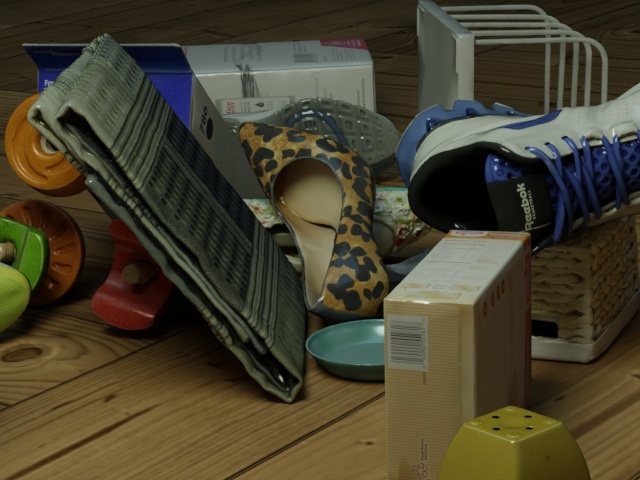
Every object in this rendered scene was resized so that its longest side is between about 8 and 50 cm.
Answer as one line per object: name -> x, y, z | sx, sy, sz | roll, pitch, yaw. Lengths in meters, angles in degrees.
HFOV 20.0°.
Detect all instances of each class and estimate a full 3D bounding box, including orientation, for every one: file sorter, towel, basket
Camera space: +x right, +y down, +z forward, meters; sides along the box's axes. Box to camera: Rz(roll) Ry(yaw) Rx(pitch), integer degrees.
file sorter -> 0.219, -0.171, 2.140 | 0.173, 0.193, 0.277 | -2, 16, -7
towel -> -0.122, -0.024, 1.561 | 0.056, 0.312, 0.324 | -36, 13, 9
basket -> 0.207, 0.029, 1.582 | 0.113, 0.103, 0.167 | 4, 17, 24

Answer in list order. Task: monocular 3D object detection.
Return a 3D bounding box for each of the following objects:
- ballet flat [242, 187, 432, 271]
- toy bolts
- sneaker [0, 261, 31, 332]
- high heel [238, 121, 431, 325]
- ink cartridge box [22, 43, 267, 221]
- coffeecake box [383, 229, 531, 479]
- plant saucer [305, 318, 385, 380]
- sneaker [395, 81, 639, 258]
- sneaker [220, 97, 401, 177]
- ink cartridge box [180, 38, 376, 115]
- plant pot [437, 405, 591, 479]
ballet flat -> 0.000, 0.000, 1.805 | 0.241, 0.091, 0.077 | -5, 46, 8
toy bolts -> -0.200, -0.020, 1.704 | 0.228, 0.218, 0.158 | 22, 8, 16
sneaker -> -0.331, 0.080, 1.565 | 0.208, 0.081, 0.094 | -23, 32, -36
high heel -> -0.019, -0.023, 1.673 | 0.261, 0.093, 0.186 | 41, 29, 20
ink cartridge box -> -0.174, -0.094, 1.824 | 0.165, 0.065, 0.332 | 2, -23, 16
coffeecake box -> 0.105, 0.084, 1.332 | 0.068, 0.142, 0.185 | 3, 16, 19
plant saucer -> 0.047, 0.094, 1.529 | 0.119, 0.021, 0.119 | -2, 15, 1
sneaker -> 0.209, -0.048, 1.476 | 0.315, 0.127, 0.182 | -6, 20, 12
sneaker -> -0.051, -0.121, 2.170 | 0.297, 0.111, 0.129 | 0, 10, 6
ink cartridge box -> -0.073, -0.192, 2.392 | 0.283, 0.117, 0.207 | -3, 16, -1
plant pot -> 0.126, 0.156, 1.181 | 0.081, 0.083, 0.081 | -16, 21, -38
